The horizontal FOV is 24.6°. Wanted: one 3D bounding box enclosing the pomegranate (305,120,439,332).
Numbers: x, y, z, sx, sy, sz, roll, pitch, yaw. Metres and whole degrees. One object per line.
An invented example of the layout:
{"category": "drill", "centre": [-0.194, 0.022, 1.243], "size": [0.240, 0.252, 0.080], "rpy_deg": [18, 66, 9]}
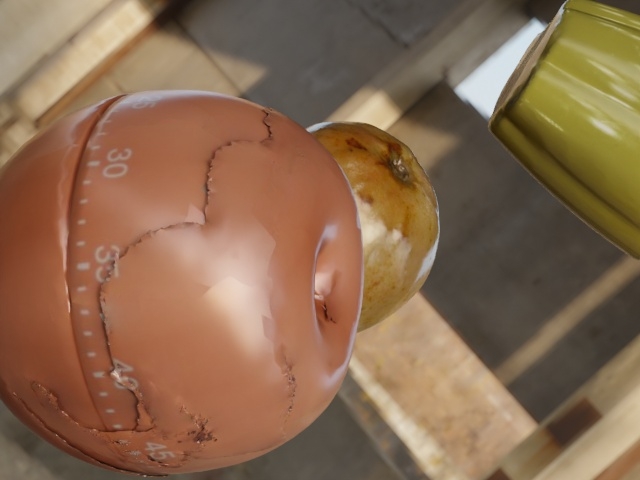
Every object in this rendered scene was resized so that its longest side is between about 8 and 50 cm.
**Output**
{"category": "pomegranate", "centre": [0.009, -0.012, 1.365], "size": [0.207, 0.207, 0.207], "rpy_deg": [48, 1, -2]}

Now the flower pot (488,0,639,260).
{"category": "flower pot", "centre": [0.252, -0.109, 1.262], "size": [0.179, 0.195, 0.195], "rpy_deg": [31, 3, -3]}

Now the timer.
{"category": "timer", "centre": [-0.087, 0.025, 0.868], "size": [0.230, 0.215, 0.229], "rpy_deg": [-3, 90, -66]}
